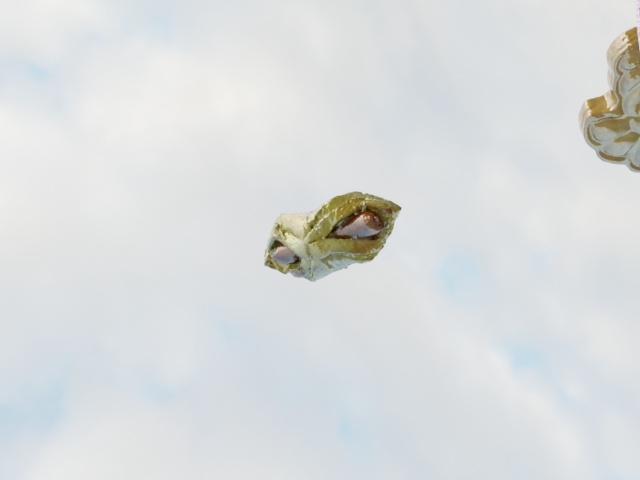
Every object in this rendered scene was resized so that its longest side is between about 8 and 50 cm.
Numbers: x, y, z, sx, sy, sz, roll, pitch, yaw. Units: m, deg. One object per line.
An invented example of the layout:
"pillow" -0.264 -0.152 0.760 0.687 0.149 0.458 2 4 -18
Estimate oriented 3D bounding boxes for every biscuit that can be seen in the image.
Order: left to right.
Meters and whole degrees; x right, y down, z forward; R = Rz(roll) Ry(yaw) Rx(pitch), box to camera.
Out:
"biscuit" 0.604 -0.242 2.403 0.351 0.312 0.057 15 -142 -32

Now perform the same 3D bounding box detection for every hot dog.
"hot dog" 0.000 0.001 1.390 0.078 0.169 0.061 55 -146 -17

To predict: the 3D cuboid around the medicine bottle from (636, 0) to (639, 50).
"medicine bottle" 0.500 -0.218 1.504 0.178 0.290 0.178 -8 -90 -68
